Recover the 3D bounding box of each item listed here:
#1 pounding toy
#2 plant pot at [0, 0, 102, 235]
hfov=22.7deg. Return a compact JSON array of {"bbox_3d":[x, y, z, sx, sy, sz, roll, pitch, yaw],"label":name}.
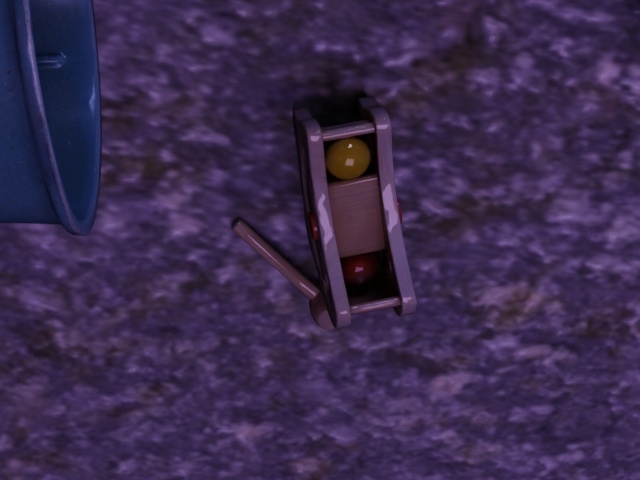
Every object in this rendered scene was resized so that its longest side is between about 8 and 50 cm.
[{"bbox_3d":[0.000,0.000,1.510,0.155,0.154,0.269,-11,127,-6],"label":"pounding toy"},{"bbox_3d":[-0.359,-0.157,1.221,0.334,0.341,0.341,-6,127,0],"label":"plant pot"}]
